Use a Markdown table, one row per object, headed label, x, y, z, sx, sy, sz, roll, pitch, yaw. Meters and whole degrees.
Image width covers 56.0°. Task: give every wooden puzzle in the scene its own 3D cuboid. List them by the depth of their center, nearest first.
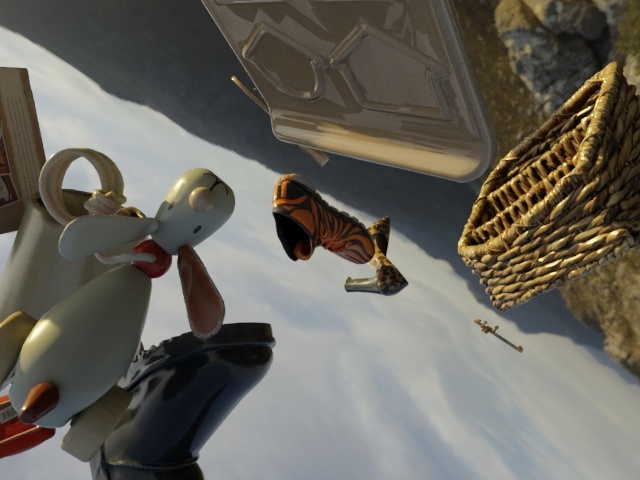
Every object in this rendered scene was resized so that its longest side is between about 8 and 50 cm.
| label | x | y | z | sx | sy | sz | roll | pitch | yaw |
| --- | --- | --- | --- | --- | --- | --- | --- | --- | --- |
| wooden puzzle | -0.001 | -0.231 | 0.561 | 0.322 | 0.080 | 0.347 | 21 | 150 | 44 |

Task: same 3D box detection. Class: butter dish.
| label | x | y | z | sx | sy | sz | roll | pitch | yaw |
| --- | --- | --- | --- | --- | --- | --- | --- | --- | --- |
| butter dish | -0.727 | 0.456 | 1.460 | 0.160 | 0.160 | 0.118 | 56 | 154 | 33 |

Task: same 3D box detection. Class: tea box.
| label | x | y | z | sx | sy | sz | roll | pitch | yaw |
| --- | --- | --- | --- | --- | --- | --- | --- | --- | --- |
| tea box | -0.758 | -0.166 | 1.226 | 0.324 | 0.328 | 0.220 | -2 | -169 | 26 |

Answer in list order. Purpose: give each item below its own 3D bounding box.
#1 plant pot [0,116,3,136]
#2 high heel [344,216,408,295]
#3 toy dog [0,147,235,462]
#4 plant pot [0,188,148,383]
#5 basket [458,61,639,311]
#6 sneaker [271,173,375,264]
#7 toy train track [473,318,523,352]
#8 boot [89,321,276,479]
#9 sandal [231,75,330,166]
| label | x | y | z | sx | sy | sz | roll | pitch | yaw |
| --- | --- | --- | --- | --- | --- | --- | --- | --- | --- |
| plant pot | -0.576 | -0.200 | 0.859 | 0.187 | 0.212 | 0.212 | -12 | -149 | -18 |
| high heel | 0.187 | 0.036 | 1.585 | 0.186 | 0.261 | 0.093 | -2 | 140 | 42 |
| toy dog | -0.211 | 0.064 | 0.602 | 0.220 | 0.333 | 0.161 | 17 | 175 | -15 |
| plant pot | -0.478 | 0.075 | 1.180 | 0.334 | 0.305 | 0.334 | 18 | -165 | -5 |
| basket | 0.308 | -0.054 | 0.827 | 0.223 | 0.214 | 0.299 | 61 | 155 | 11 |
| sneaker | 0.000 | 0.000 | 1.417 | 0.321 | 0.125 | 0.180 | 36 | -142 | -25 |
| toy train track | 0.274 | 0.142 | 0.921 | 0.083 | 0.014 | 0.048 | 35 | -164 | 23 |
| boot | -0.140 | 0.357 | 0.711 | 0.146 | 0.367 | 0.445 | 7 | -120 | -46 |
| sandal | -0.054 | -0.247 | 1.124 | 0.240 | 0.079 | 0.088 | 45 | -173 | 8 |
